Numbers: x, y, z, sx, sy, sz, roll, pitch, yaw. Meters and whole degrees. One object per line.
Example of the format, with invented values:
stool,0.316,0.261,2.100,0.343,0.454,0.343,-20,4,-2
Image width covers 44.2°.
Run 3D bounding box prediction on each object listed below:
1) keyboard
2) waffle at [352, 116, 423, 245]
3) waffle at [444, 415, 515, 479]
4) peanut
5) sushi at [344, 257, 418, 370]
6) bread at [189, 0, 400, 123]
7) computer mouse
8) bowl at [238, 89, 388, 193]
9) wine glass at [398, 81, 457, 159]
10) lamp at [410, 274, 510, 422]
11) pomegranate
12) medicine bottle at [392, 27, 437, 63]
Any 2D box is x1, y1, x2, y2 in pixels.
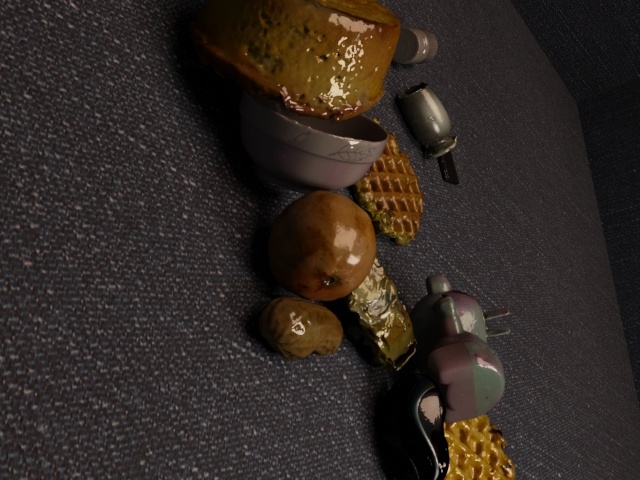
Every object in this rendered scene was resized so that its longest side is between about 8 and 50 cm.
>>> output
keyboard,0.359,-0.319,2.387,0.101,0.018,0.309,9,65,-58
waffle,0.164,-0.138,1.915,0.325,0.068,0.302,49,36,-30
waffle,0.324,0.531,1.750,0.382,0.095,0.379,-2,73,-56
peanut,-0.032,0.159,1.398,0.226,0.095,0.108,20,88,-59
sushi,0.088,0.139,1.585,0.139,0.131,0.291,-42,118,-34
bread,-0.039,-0.373,1.460,0.398,0.215,0.398,20,26,-10
computer mouse,0.180,0.375,1.566,0.096,0.137,0.233,14,53,-33
bowl,-0.028,-0.181,1.487,0.287,0.143,0.287,18,20,-7
wine glass,0.302,-0.338,2.211,0.204,0.111,0.111,60,32,-20
lamp,0.314,0.230,1.734,0.301,0.248,0.247,-105,180,-61
pomegranate,0.000,0.010,1.418,0.207,0.207,0.207,35,44,-44
medicine bottle,0.271,-0.569,2.311,0.168,0.105,0.105,-23,92,-60
